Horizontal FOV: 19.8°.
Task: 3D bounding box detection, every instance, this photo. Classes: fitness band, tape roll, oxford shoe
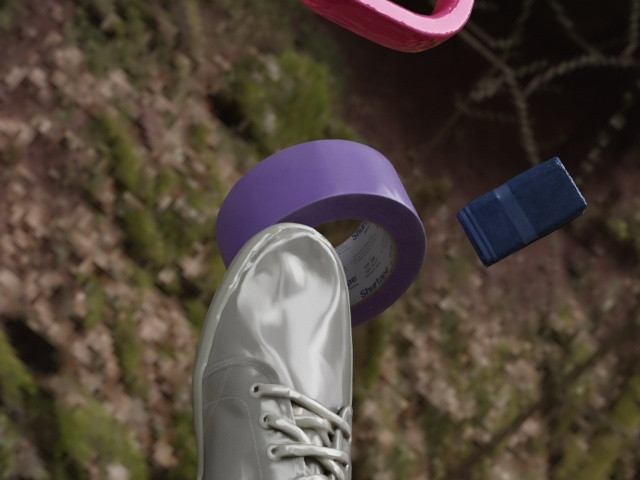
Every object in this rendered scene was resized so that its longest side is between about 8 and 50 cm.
[{"bbox_3d":[0.045,-0.304,1.836,0.291,0.054,0.209,20,56,-39],"label":"fitness band"},{"bbox_3d":[0.000,0.000,1.743,0.189,0.189,0.080,35,23,-42],"label":"tape roll"},{"bbox_3d":[-0.030,0.189,1.531,0.169,0.449,0.130,26,-30,-29],"label":"oxford shoe"}]

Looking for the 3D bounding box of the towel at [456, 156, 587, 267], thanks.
[{"bbox_3d":[0.200,-0.029,1.819,0.067,0.119,0.029,61,7,2],"label":"towel"}]
